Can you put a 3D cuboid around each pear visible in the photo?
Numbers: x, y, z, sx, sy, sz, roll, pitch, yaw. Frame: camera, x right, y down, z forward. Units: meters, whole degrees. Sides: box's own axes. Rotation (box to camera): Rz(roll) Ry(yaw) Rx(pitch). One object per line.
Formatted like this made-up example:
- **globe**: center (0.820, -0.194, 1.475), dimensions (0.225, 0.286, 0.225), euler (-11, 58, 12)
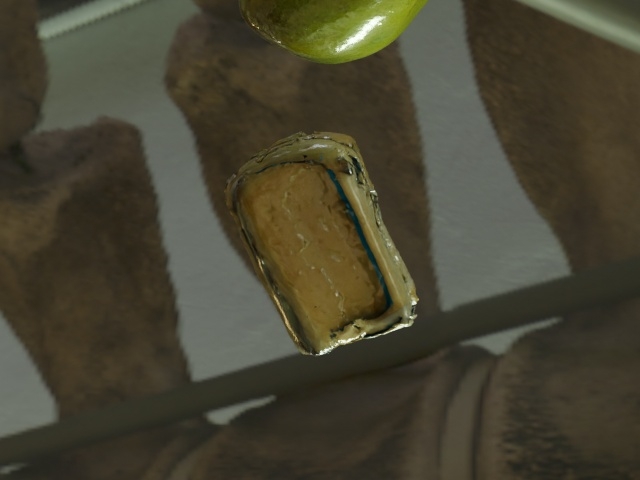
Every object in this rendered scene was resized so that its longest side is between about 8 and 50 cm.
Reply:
- **pear**: center (0.004, -0.126, 0.742), dimensions (0.092, 0.097, 0.092), euler (27, -54, 45)

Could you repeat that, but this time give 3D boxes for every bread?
- **bread**: center (0.000, 0.000, 0.794), dimensions (0.072, 0.053, 0.106), euler (-19, -75, 15)
